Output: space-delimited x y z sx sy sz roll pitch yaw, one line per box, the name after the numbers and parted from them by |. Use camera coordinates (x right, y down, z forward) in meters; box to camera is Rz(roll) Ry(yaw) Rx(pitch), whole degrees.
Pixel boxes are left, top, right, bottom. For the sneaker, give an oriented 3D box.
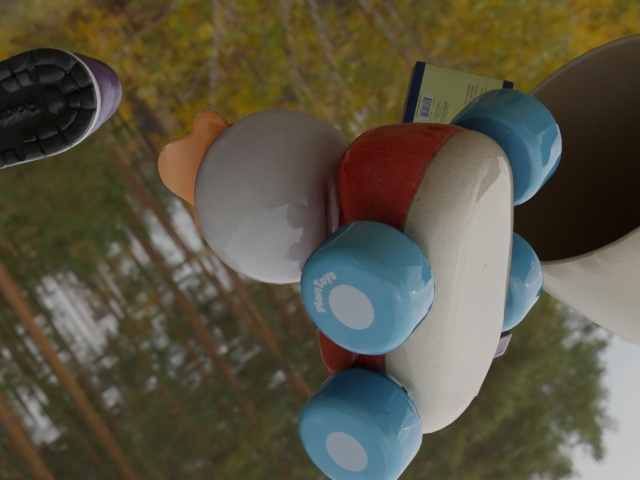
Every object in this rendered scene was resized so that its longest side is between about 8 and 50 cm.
-0.299 -0.088 1.270 0.283 0.107 0.124 -10 -173 10 | sneaker

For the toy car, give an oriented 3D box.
0.000 0.000 0.990 0.238 0.210 0.219 20 -140 24 | toy car

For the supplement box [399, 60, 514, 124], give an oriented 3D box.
0.110 -0.099 1.287 0.056 0.083 0.083 151 -48 -89 | supplement box

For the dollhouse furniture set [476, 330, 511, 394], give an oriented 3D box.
0.138 0.123 1.693 0.091 0.081 0.114 -18 144 -29 | dollhouse furniture set

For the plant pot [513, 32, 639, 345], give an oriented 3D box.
0.318 -0.005 1.397 0.256 0.274 0.256 -29 -143 25 | plant pot
